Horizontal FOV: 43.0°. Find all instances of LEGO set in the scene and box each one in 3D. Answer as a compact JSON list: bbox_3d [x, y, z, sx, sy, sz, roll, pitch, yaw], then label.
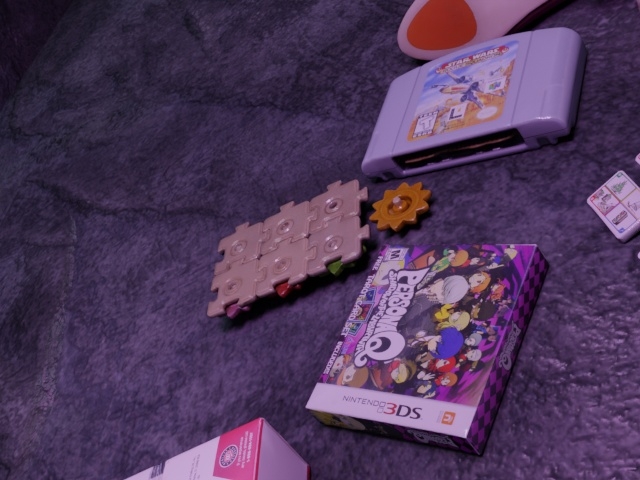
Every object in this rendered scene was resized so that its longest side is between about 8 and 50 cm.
[{"bbox_3d":[0.391,-0.027,0.779,0.182,0.060,0.244,-45,32,17],"label":"LEGO set"}]

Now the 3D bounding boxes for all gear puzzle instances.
[{"bbox_3d":[0.000,0.000,1.113,0.339,0.044,0.175,-23,37,20],"label":"gear puzzle"}]

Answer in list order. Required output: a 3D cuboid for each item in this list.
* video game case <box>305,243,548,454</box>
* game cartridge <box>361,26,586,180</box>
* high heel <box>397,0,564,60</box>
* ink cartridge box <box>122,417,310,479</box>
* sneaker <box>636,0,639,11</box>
[{"bbox_3d":[0.114,0.105,0.883,0.210,0.042,0.232,1,52,42],"label":"video game case"},{"bbox_3d":[0.204,-0.188,1.106,0.297,0.062,0.198,-10,49,37],"label":"game cartridge"},{"bbox_3d":[0.296,-0.375,1.210,0.377,0.127,0.181,-15,14,39],"label":"high heel"},{"bbox_3d":[-0.135,0.313,0.834,0.237,0.100,0.172,-28,29,19],"label":"ink cartridge box"},{"bbox_3d":[0.481,-0.320,0.920,0.302,0.121,0.108,15,64,50],"label":"sneaker"}]
